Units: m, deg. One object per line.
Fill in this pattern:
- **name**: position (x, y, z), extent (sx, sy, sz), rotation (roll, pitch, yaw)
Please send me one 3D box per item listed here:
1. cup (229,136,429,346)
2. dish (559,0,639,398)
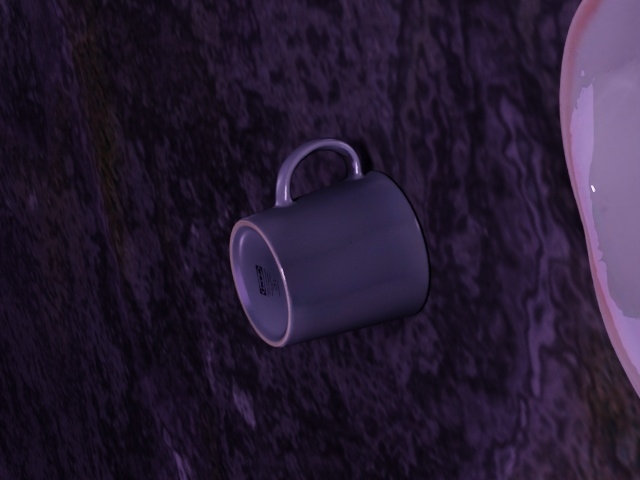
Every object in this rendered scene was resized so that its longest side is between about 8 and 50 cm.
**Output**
- **cup**: position (0.000, 0.000, 0.943), extent (0.078, 0.077, 0.100), rotation (0, 105, 65)
- **dish**: position (0.170, -0.015, 0.564), extent (0.229, 0.081, 0.229), rotation (38, 136, 49)
